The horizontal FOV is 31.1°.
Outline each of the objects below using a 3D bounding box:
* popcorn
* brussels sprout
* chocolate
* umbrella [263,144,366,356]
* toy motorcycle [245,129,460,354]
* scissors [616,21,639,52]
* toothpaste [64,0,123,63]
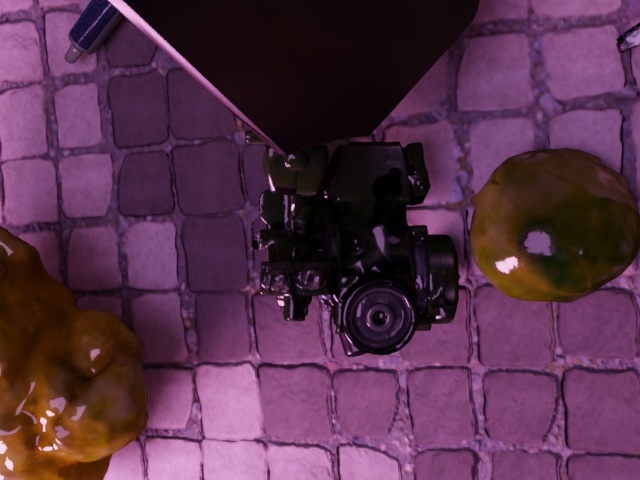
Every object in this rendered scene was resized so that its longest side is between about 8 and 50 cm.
[{"bbox_3d":[-0.356,0.153,1.244,0.334,0.292,0.293,31,72,-6],"label":"popcorn"},{"bbox_3d":[0.207,-0.011,1.048,0.151,0.122,0.149,-44,80,24],"label":"brussels sprout"},{"bbox_3d":[-0.042,-0.287,1.029,0.314,0.297,0.326,39,90,-28],"label":"chocolate"},{"bbox_3d":[0.000,0.000,1.186,0.052,0.053,0.250,-21,85,28],"label":"umbrella"},{"bbox_3d":[0.031,-0.028,1.105,0.205,0.127,0.275,-1,86,-4],"label":"toy motorcycle"},{"bbox_3d":[0.342,-0.212,0.993,0.134,0.020,0.187,37,123,-15],"label":"scissors"},{"bbox_3d":[-0.224,-0.271,1.273,0.057,0.035,0.197,45,110,7],"label":"toothpaste"}]
